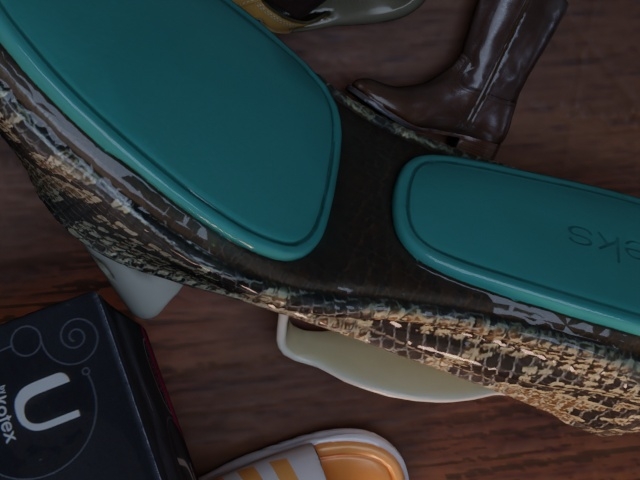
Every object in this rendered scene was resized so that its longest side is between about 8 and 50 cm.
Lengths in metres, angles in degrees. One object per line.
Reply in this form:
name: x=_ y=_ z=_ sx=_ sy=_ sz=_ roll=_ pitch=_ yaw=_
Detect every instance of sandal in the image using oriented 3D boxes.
sandal: x=-0.022 y=-0.139 z=0.772 sx=0.180 sy=0.049 sz=0.072 roll=-10 pitch=102 yaw=-8
sandal: x=-0.067 y=0.193 z=0.812 sx=0.265 sy=0.076 sz=0.102 roll=-17 pitch=103 yaw=-6

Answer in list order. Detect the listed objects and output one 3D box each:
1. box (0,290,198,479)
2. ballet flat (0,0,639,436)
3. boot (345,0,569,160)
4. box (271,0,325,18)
box: x=-0.200 y=0.154 z=0.715 sx=0.270 sy=0.143 sz=0.165 roll=-20 pitch=79 yaw=-1
ballet flat: x=0.000 y=0.000 z=0.749 sx=0.482 sy=0.164 sz=0.182 roll=23 pitch=137 yaw=-14
boot: x=0.080 y=-0.113 z=0.800 sx=0.106 sy=0.037 sz=0.114 roll=20 pitch=100 yaw=-26
box: x=-0.007 y=-0.237 z=0.657 sx=0.168 sy=0.203 sz=0.167 roll=33 pitch=74 yaw=-14
